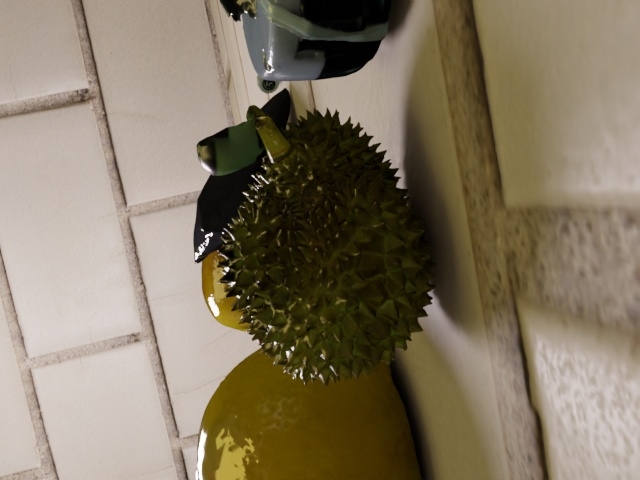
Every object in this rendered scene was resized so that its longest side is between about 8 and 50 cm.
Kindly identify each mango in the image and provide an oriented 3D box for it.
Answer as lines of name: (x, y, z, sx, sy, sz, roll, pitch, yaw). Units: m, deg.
mango: (-0.130, 0.017, 1.286, 0.365, 0.182, 0.253, -104, 15, -52)

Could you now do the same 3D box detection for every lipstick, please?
lipstick: (-0.091, -0.278, 1.146, 0.116, 0.037, 0.037, -108, 9, -59)

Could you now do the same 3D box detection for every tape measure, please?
tape measure: (-0.015, -0.200, 0.471, 0.182, 0.107, 0.181, -122, 28, -61)

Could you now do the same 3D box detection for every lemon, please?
lemon: (-0.021, 0.217, 0.710, 0.240, 0.219, 0.240, 165, 90, -85)

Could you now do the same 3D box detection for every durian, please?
durian: (0.008, 0.003, 0.497, 0.159, 0.146, 0.198, 35, -133, -78)

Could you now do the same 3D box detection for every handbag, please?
handbag: (-0.127, -0.091, 1.071, 0.254, 0.089, 0.211, -63, 3, -20)

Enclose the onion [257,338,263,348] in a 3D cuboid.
onion: (-0.072, 0.220, 1.402, 0.283, 0.120, 0.227, -105, 2, -58)
